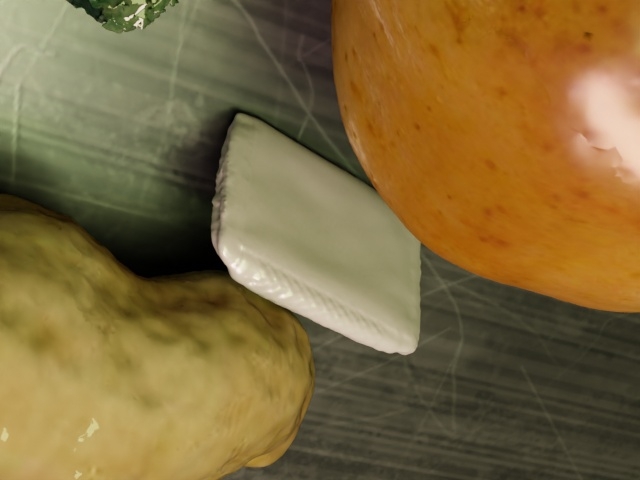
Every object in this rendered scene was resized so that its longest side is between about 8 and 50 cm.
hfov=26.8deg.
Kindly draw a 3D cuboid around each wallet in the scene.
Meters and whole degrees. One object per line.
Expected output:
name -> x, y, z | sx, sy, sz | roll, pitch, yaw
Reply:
wallet -> 0.000, 0.000, 0.904 | 0.183, 0.124, 0.032 | 28, 141, -33

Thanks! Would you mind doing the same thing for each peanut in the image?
peanut -> -0.166, 0.075, 0.815 | 0.387, 0.192, 0.169 | 13, 152, -38

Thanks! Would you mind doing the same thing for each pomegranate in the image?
pomegranate -> 0.173, -0.165, 0.767 | 0.410, 0.410, 0.410 | -11, 118, -22

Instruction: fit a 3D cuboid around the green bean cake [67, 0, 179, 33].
green bean cake -> -0.099, -0.209, 0.695 | 0.107, 0.193, 0.208 | -26, 124, -21
